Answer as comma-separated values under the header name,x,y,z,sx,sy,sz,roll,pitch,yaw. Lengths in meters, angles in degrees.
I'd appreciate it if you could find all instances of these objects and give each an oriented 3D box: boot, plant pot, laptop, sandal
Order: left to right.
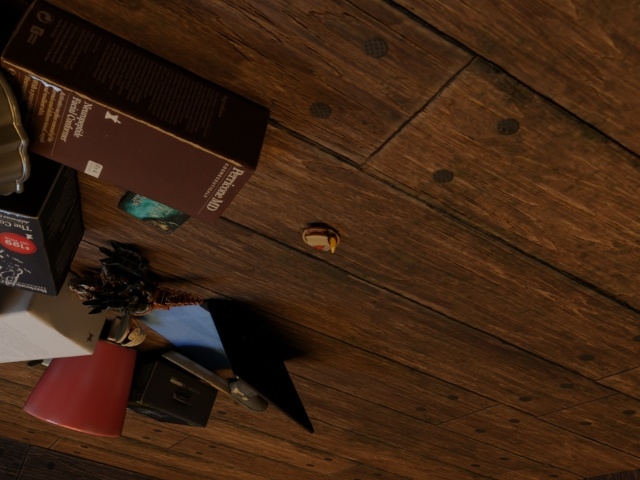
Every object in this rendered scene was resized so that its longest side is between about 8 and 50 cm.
name,x,y,z,sx,sy,sz,roll,pitch,yaw
plant pot,-0.658,0.399,1.815,0.275,0.243,0.275,16,165,4
sandal,-0.513,0.247,1.727,0.079,0.088,0.240,25,159,-24
plant pot,-0.360,0.387,1.887,0.236,0.032,0.236,27,163,9
laptop,-0.264,0.350,1.709,0.236,0.408,0.382,-36,135,4
boot,-0.187,0.471,2.015,0.190,0.076,0.208,31,134,-32

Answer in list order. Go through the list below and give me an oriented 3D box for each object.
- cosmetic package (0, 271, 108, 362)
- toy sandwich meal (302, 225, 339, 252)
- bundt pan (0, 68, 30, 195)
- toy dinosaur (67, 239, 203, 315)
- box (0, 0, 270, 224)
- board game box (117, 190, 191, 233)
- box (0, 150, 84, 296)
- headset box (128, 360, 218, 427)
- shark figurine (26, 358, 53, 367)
name,x,y,z,sx,sy,sz,roll,pitch,yaw
cosmetic package,-0.810,0.196,1.668,0.453,0.161,0.230,-8,142,25
toy sandwich meal,0.000,0.000,1.299,0.086,0.029,0.085,7,146,4
bundt pan,-0.572,-0.193,0.923,0.331,0.124,0.330,25,133,31
toy dinosaur,-0.444,0.110,1.511,0.322,0.164,0.218,-13,159,1
box,-0.296,-0.185,1.007,0.382,0.143,0.191,21,144,-20
board game box,-0.304,-0.082,1.256,0.126,0.026,0.186,29,141,-26
box,-0.660,-0.069,1.228,0.343,0.178,0.312,14,147,-7
headset box,-0.496,0.479,1.994,0.283,0.131,0.246,-10,143,45
shark figurine,-0.771,0.351,1.952,0.278,0.116,0.166,20,179,-2
